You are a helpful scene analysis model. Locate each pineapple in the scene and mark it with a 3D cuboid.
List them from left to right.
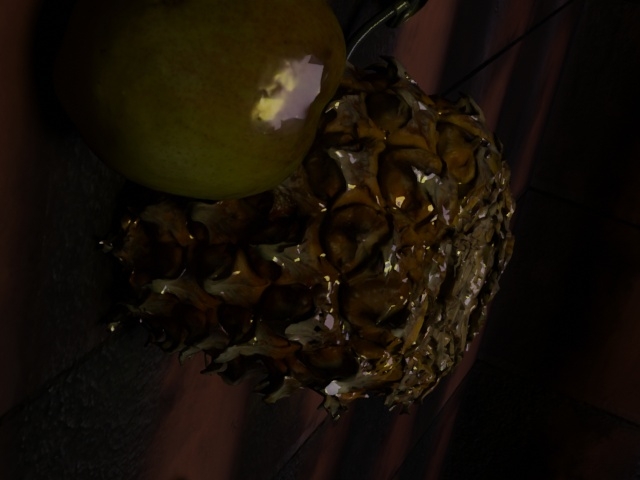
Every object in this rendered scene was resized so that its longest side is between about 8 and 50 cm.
[{"bbox_3d":[0.000,-0.002,1.086,0.352,0.300,0.352,-47,151,-37],"label":"pineapple"}]

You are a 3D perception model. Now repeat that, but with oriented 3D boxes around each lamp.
[{"bbox_3d":[0.077,-0.171,1.421,0.203,0.124,0.283,-20,114,-84],"label":"lamp"}]

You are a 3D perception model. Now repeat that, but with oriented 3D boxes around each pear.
[{"bbox_3d":[-0.083,-0.121,0.858,0.200,0.200,0.200,-56,159,-35],"label":"pear"}]
